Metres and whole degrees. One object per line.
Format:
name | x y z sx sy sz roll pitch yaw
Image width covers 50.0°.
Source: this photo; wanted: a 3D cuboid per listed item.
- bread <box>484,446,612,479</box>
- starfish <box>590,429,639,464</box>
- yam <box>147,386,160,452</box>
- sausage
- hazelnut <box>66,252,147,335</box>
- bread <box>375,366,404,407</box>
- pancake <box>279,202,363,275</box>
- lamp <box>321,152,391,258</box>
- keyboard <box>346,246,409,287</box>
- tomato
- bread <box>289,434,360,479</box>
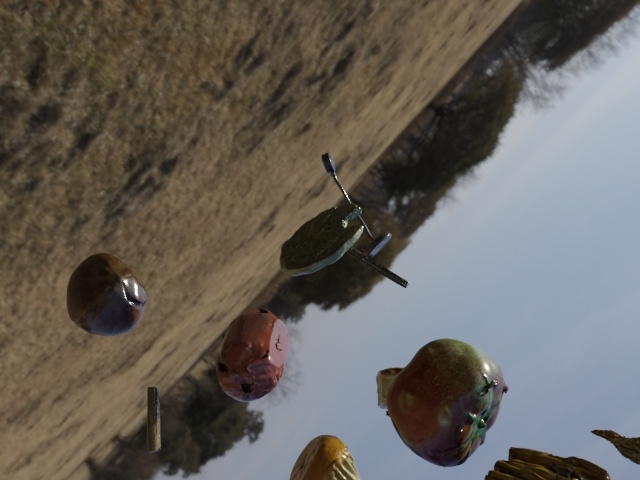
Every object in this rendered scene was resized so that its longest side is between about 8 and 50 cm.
bread | 0.571 0.633 1.624 0.314 0.370 0.191 5 -126 42
starfish | 0.784 0.439 1.434 0.358 0.347 0.078 -37 149 12
yam | -0.380 0.407 1.564 0.032 0.145 0.032 -6 159 -2
sausage | -0.151 0.253 1.549 0.152 0.152 0.279 -47 -169 14
hazelnut | -0.591 0.154 1.886 0.218 0.234 0.218 -40 178 -2
bread | 0.368 0.527 2.429 0.323 0.333 0.143 90 2 -73
pancake | 0.000 0.000 1.664 0.254 0.037 0.253 -31 -154 17
lamp | 0.125 -0.129 2.247 0.109 0.371 0.130 -24 171 14
keyboard | 0.191 0.090 2.347 0.017 0.251 0.087 -60 171 14
tomato | 0.300 0.389 1.682 0.304 0.239 0.303 -33 138 -37
bread | 0.007 0.744 2.197 0.236 0.183 0.388 -43 -179 -22
